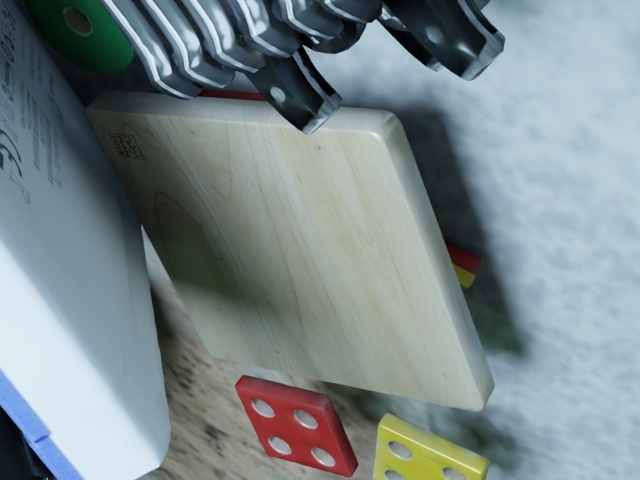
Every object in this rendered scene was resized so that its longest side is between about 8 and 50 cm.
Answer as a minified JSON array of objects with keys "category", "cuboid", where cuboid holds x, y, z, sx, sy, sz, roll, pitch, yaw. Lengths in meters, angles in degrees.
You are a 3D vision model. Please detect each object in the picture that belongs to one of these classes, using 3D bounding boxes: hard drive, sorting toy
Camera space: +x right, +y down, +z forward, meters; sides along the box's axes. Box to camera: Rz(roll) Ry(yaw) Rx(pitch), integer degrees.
[{"category":"hard drive","cuboid":[-0.150,-0.091,0.465,0.040,0.210,0.318,-28,119,5]},{"category":"sorting toy","cuboid":[0.000,0.000,0.554,0.132,0.046,0.274,8,136,35]}]

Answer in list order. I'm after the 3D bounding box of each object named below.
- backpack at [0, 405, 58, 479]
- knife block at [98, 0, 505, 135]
[{"category":"backpack","cuboid":[-0.186,0.017,0.631,0.144,0.166,0.188,-4,126,33]},{"category":"knife block","cuboid":[-0.029,-0.171,0.364,0.088,0.242,0.275,-15,76,48]}]
